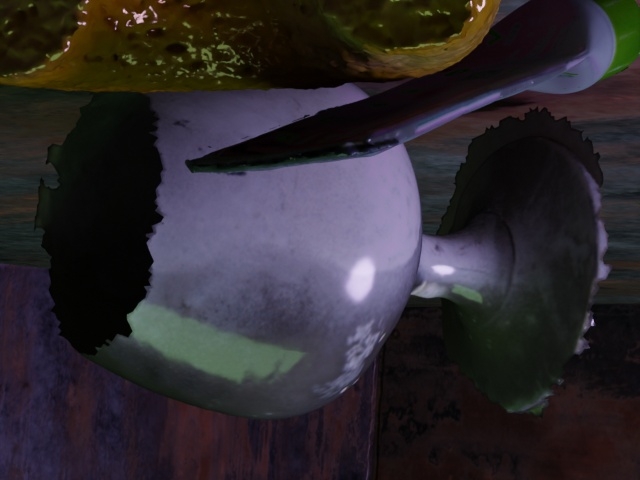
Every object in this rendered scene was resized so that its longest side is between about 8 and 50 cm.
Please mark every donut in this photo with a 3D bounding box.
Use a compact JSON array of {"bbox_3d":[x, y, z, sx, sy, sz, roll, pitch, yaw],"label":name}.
[{"bbox_3d":[-0.024,-0.112,0.769,0.259,0.101,0.152,-3,178,22],"label":"donut"}]

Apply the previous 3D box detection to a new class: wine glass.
[{"bbox_3d":[0.000,0.000,1.209,0.323,0.238,0.238,10,172,-31],"label":"wine glass"}]

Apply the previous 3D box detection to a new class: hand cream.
[{"bbox_3d":[0.060,-0.068,0.834,0.079,0.050,0.275,-38,172,39],"label":"hand cream"}]
